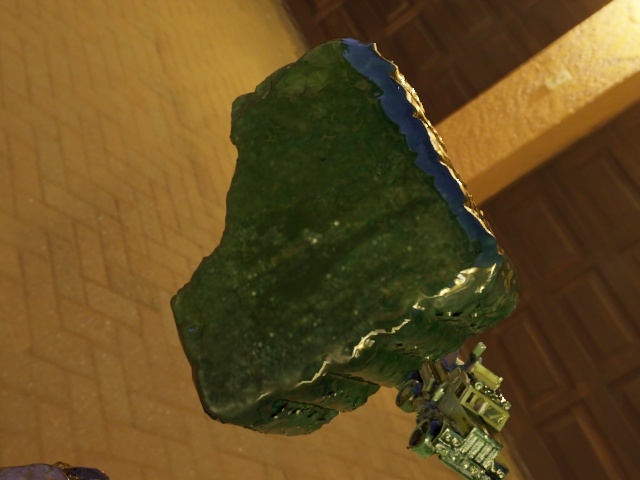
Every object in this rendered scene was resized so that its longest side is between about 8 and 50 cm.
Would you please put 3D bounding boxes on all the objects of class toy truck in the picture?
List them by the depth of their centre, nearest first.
[{"bbox_3d":[0.186,0.216,1.111,0.128,0.135,0.259,36,14,-10],"label":"toy truck"}]

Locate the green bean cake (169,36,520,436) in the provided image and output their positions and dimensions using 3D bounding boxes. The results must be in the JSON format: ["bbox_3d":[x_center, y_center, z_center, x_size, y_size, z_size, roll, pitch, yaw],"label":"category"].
[{"bbox_3d":[0.000,0.000,0.806,0.308,0.300,0.169,65,13,25],"label":"green bean cake"}]

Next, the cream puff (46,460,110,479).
[{"bbox_3d":[-0.535,0.547,1.655,0.244,0.244,0.196,22,72,-65],"label":"cream puff"}]

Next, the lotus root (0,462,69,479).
[{"bbox_3d":[-0.515,0.562,1.376,0.390,0.111,0.375,25,45,9],"label":"lotus root"}]
